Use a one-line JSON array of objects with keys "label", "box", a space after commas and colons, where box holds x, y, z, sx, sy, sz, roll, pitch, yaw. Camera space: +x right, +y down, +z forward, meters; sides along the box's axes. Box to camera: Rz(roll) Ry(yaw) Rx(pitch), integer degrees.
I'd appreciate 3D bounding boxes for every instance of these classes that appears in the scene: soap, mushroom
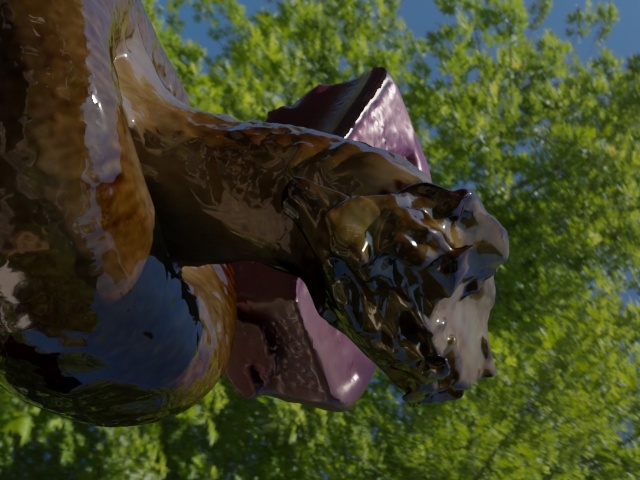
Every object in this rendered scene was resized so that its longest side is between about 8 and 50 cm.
[{"label": "soap", "box": [0.000, 0.000, 0.821, 0.127, 0.220, 0.325, -3, -143, 34]}, {"label": "mushroom", "box": [-0.107, -0.054, 0.530, 0.356, 0.331, 0.334, -26, -133, 19]}]
